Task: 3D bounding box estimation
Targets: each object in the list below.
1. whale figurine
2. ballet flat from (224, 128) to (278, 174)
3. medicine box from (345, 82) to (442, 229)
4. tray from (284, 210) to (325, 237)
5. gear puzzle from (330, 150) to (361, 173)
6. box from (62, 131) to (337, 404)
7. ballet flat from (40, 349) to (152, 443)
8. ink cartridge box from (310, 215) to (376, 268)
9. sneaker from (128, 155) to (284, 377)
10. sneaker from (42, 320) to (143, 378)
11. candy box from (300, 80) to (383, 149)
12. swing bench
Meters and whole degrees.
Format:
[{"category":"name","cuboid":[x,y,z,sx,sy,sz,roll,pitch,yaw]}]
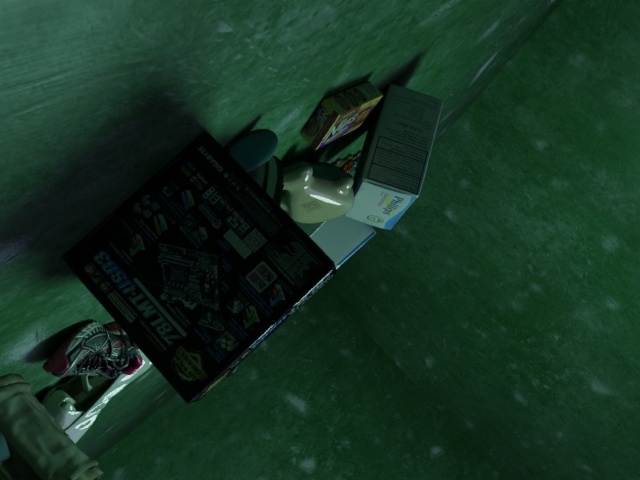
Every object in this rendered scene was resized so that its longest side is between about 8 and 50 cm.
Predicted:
[{"category":"whale figurine","cuboid":[-0.026,-0.141,1.456,0.217,0.141,0.272,-15,158,20]},{"category":"ballet flat","cuboid":[-0.157,-0.130,1.044,0.188,0.070,0.070,-39,172,-16]},{"category":"medicine box","cuboid":[0.186,-0.212,1.582,0.263,0.149,0.289,116,-8,-71]},{"category":"tray","cuboid":[-0.061,-0.056,1.624,0.270,0.145,0.030,-44,150,8]},{"category":"gear puzzle","cuboid":[0.032,-0.178,1.814,0.175,0.044,0.339,-47,172,30]},{"category":"box","cuboid":[-0.179,0.037,0.904,0.293,0.295,0.073,-44,171,-3]},{"category":"ballet flat","cuboid":[-0.570,0.361,1.427,0.400,0.139,0.139,-44,174,-26]},{"category":"ink cartridge box","cuboid":[0.000,0.000,1.913,0.285,0.166,0.395,-42,-175,1]},{"category":"sneaker","cuboid":[-0.219,-0.001,1.054,0.169,0.258,0.447,112,-9,-55]},{"category":"sneaker","cuboid":[-0.465,0.241,1.265,0.121,0.112,0.299,-44,172,3]},{"category":"candy box","cuboid":[0.049,-0.276,1.305,0.187,0.053,0.109,-37,171,-47]},{"category":"swing bench","cuboid":[-0.570,0.417,1.135,0.254,0.253,0.165,-45,173,21]}]
